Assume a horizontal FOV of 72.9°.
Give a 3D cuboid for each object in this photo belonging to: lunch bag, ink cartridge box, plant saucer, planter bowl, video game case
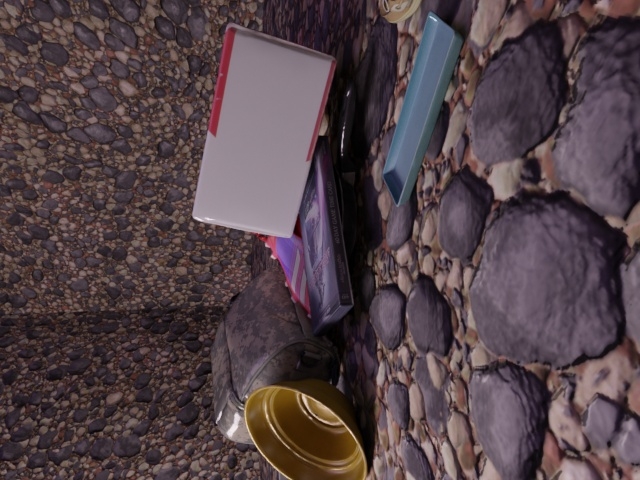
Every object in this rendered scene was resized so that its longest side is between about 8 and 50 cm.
[{"bbox_3d":[-0.088,0.222,0.889,0.256,0.212,0.305,-66,24,20],"label":"lunch bag"},{"bbox_3d":[-0.108,-0.209,0.787,0.385,0.160,0.280,-111,34,-67],"label":"ink cartridge box"},{"bbox_3d":[0.103,-0.131,0.459,0.067,0.018,0.192,-104,18,-46],"label":"plant saucer"},{"bbox_3d":[-0.010,0.293,0.700,0.090,0.217,0.218,-43,-33,-53],"label":"planter bowl"},{"bbox_3d":[0.000,0.000,0.709,0.196,0.026,0.275,116,151,-63],"label":"video game case"}]

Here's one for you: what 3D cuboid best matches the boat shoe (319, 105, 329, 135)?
[{"bbox_3d":[-0.026,-0.229,0.942,0.170,0.059,0.063,112,155,-59],"label":"boat shoe"}]

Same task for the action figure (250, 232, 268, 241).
[{"bbox_3d":[-0.144,-0.053,1.320,0.281,0.138,0.092,100,166,-46],"label":"action figure"}]

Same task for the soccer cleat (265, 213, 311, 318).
[{"bbox_3d":[-0.025,0.051,0.836,0.095,0.083,0.248,-48,53,17],"label":"soccer cleat"}]

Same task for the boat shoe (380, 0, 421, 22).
[{"bbox_3d":[0.089,-0.278,0.450,0.153,0.048,0.056,-161,71,-77],"label":"boat shoe"}]

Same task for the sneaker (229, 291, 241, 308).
[{"bbox_3d":[-0.224,0.219,1.420,0.293,0.145,0.102,178,92,-78],"label":"sneaker"}]

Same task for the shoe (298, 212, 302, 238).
[{"bbox_3d":[-0.032,-0.076,0.965,0.058,0.076,0.219,-48,47,43],"label":"shoe"}]

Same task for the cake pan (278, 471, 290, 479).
[{"bbox_3d":[-0.070,0.624,1.158,0.293,0.054,0.294,180,90,-78],"label":"cake pan"}]

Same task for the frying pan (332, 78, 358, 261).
[{"bbox_3d":[0.027,-0.095,0.726,0.197,0.053,0.327,-124,37,-66],"label":"frying pan"}]
